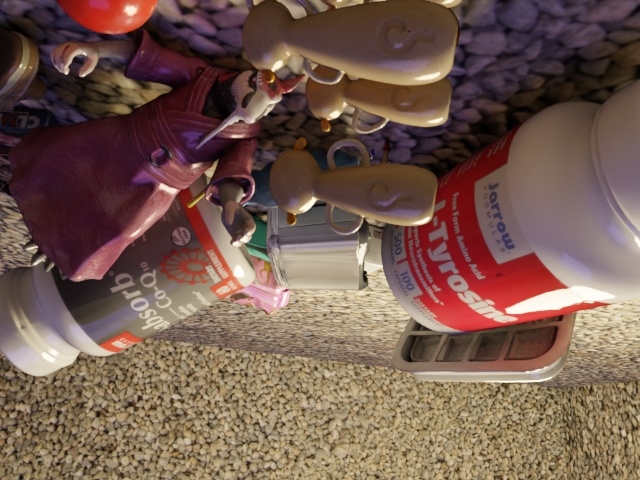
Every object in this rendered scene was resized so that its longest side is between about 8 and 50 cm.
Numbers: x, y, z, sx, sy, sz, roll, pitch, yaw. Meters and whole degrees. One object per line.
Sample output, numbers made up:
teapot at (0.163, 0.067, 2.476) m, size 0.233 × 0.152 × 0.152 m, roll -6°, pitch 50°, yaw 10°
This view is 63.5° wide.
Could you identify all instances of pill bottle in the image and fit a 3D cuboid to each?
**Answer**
pill bottle at (-0.305, 0.054, 0.820) m, size 0.363 × 0.210 × 0.210 m, roll -27°, pitch 158°, yaw -3°
pill bottle at (0.265, -0.022, 0.635) m, size 0.229 × 0.229 × 0.407 m, roll 14°, pitch 158°, yaw -19°

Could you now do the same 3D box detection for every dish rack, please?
dish rack at (0.296, 0.113, 0.866) m, size 0.285 × 0.333 × 0.072 m, roll -14°, pitch 119°, yaw 42°

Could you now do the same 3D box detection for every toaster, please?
toaster at (0.000, 0.000, 0.792) m, size 0.146 × 0.129 × 0.227 m, roll -2°, pitch 151°, yaw 3°

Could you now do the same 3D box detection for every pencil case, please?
pencil case at (-0.248, 0.045, 1.052) m, size 0.386 × 0.167 × 0.160 m, roll 14°, pitch 151°, yaw -22°

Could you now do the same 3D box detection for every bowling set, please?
bowling set at (0.034, -0.159, 0.426) m, size 0.154 × 0.287 × 0.200 m, roll 8°, pitch -166°, yaw 13°

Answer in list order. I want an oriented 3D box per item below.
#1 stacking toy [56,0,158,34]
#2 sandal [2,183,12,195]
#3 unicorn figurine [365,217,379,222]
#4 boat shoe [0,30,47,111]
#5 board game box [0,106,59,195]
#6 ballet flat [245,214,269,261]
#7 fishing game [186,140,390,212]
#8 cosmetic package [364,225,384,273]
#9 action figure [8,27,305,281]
stacking toy at (-0.266, -0.251, 0.352) m, size 0.330 × 0.141 × 0.141 m, roll 15°, pitch 159°, yaw -42°
sandal at (-0.446, -0.069, 0.856) m, size 0.179 × 0.040 × 0.067 m, roll -1°, pitch 159°, yaw 17°
unicorn figurine at (0.020, -0.055, 0.877) m, size 0.161 × 0.060 × 0.111 m, roll -17°, pitch 143°, yaw 19°
boat shoe at (-0.361, -0.193, 0.613) m, size 0.190 × 0.068 × 0.072 m, roll 0°, pitch 173°, yaw 43°
board game box at (-0.467, -0.130, 0.822) m, size 0.165 × 0.042 × 0.243 m, roll 7°, pitch 160°, yaw -2°
ballet flat at (-0.067, 0.014, 0.977) m, size 0.247 × 0.083 × 0.087 m, roll 23°, pitch 175°, yaw 22°
fishing game at (-0.036, -0.075, 0.679) m, size 0.264 × 0.189 × 0.041 m, roll -8°, pitch 114°, yaw 13°
cosmetic package at (0.024, 0.034, 1.061) m, size 0.117 × 0.086 × 0.231 m, roll 14°, pitch 159°, yaw -21°
action figure at (-0.174, -0.101, 0.612) m, size 0.370 × 0.248 × 0.276 m, roll -26°, pitch -173°, yaw 13°
